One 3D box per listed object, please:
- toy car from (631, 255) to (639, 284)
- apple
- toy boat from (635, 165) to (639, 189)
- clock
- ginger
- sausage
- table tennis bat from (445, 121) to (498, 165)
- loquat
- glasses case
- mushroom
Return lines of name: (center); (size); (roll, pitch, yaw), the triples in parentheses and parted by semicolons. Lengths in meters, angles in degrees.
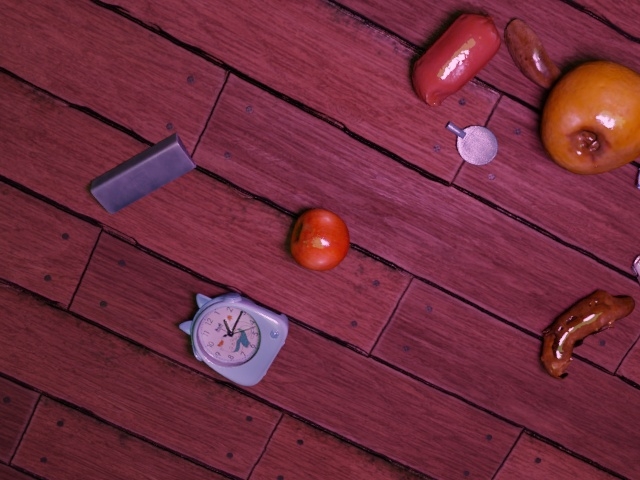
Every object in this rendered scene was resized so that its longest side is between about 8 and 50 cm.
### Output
toy car: (0.921, 0.121, 1.718); (0.095, 0.056, 0.204); (-25, 101, 4)
apple: (0.000, 0.000, 1.647); (0.139, 0.163, 0.163); (18, 103, -18)
toy boat: (0.886, -0.198, 1.641); (0.069, 0.059, 0.173); (44, 100, -9)
clock: (-0.241, 0.251, 1.739); (0.274, 0.094, 0.223); (32, 101, -5)
ginger: (0.713, 0.238, 1.723); (0.133, 0.107, 0.309); (44, 96, 5)
sausage: (0.329, -0.449, 1.547); (0.254, 0.148, 0.148); (-43, 99, 10)
table tennis bat: (0.393, -0.259, 1.653); (0.155, 0.019, 0.100); (32, 101, -8)
loquat: (0.668, -0.300, 1.523); (0.275, 0.275, 0.274); (0, 103, 0)
glasses case: (-0.468, -0.173, 1.659); (0.266, 0.056, 0.105); (-28, 101, 7)
mushroom: (0.532, -0.451, 1.573); (0.072, 0.094, 0.209); (-39, 104, 5)
